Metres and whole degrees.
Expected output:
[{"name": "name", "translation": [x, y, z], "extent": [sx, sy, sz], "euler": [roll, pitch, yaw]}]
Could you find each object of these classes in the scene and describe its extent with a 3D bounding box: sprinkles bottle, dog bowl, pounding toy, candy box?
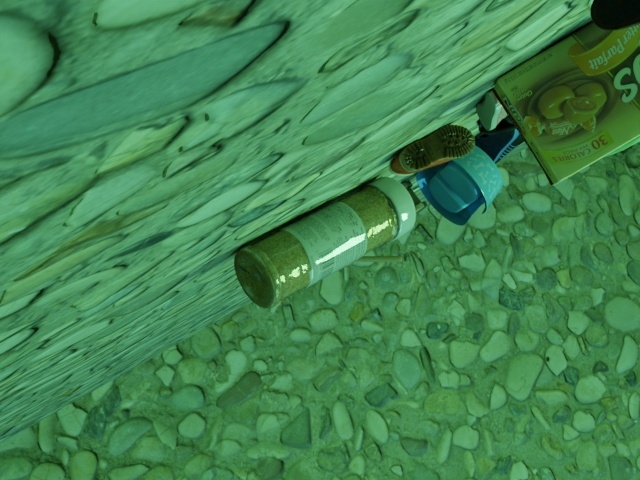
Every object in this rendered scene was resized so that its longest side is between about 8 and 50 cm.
[{"name": "sprinkles bottle", "translation": [0.014, -0.002, 1.724], "extent": [0.355, 0.121, 0.121], "euler": [-28, 175, -33]}, {"name": "dog bowl", "translation": [0.319, -0.132, 2.147], "extent": [0.074, 0.166, 0.297], "euler": [-41, 179, -13]}, {"name": "pounding toy", "translation": [0.155, -0.012, 2.294], "extent": [0.269, 0.155, 0.154], "euler": [-36, 175, -7]}, {"name": "candy box", "translation": [0.445, -0.242, 1.425], "extent": [0.316, 0.183, 0.087], "euler": [-31, 177, 4]}]

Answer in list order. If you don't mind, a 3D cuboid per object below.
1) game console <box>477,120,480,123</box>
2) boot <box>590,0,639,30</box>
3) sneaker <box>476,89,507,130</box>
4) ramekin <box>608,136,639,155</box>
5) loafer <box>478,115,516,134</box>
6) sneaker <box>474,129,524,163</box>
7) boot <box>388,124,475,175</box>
[{"name": "game console", "translation": [0.373, -0.264, 1.891], "extent": [0.107, 0.071, 0.122], "euler": [-61, 172, 8]}, {"name": "boot", "translation": [0.413, -0.309, 1.082], "extent": [0.219, 0.082, 0.106], "euler": [-34, 173, 18]}, {"name": "sneaker", "translation": [0.302, -0.224, 1.554], "extent": [0.070, 0.051, 0.134], "euler": [-25, 172, -4]}, {"name": "ramekin", "translation": [0.594, -0.292, 1.789], "extent": [0.303, 0.148, 0.303], "euler": [-37, -176, 3]}, {"name": "loafer", "translation": [0.346, -0.231, 1.615], "extent": [0.078, 0.076, 0.223], "euler": [-37, -177, -22]}, {"name": "sneaker", "translation": [0.422, -0.231, 2.159], "extent": [0.090, 0.081, 0.232], "euler": [-21, 172, -22]}, {"name": "boot", "translation": [0.191, -0.154, 1.635], "extent": [0.157, 0.059, 0.084], "euler": [-20, 175, -23]}]
